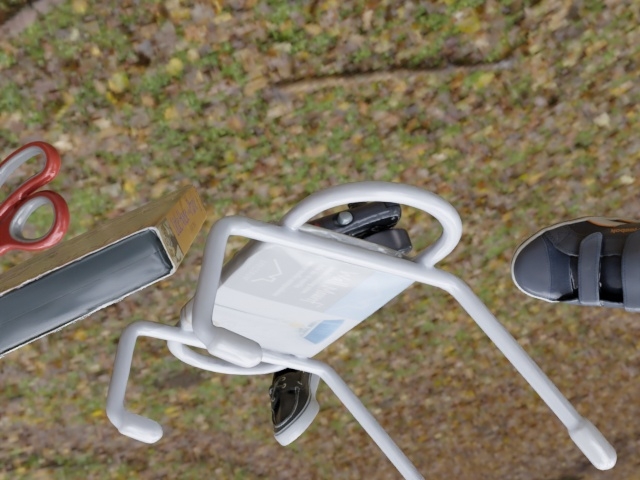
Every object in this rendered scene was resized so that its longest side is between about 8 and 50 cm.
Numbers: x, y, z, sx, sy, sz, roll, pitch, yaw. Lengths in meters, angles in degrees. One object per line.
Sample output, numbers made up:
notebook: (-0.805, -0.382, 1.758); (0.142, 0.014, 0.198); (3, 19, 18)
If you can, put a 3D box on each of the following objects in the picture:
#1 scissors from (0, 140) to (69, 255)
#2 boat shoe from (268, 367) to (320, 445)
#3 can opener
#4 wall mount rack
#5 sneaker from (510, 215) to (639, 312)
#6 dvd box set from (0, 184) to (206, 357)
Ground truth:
scissors: (-0.355, 0.016, 0.939); (0.297, 0.109, 0.021); (-35, 159, 21)
boat shoe: (-0.030, 0.144, 0.883); (0.049, 0.040, 0.142); (-42, -171, 13)
can opener: (0.000, 0.000, 0.942); (0.186, 0.073, 0.059); (-13, 139, -16)
wall mount rack: (0.021, 0.100, 0.687); (0.304, 0.130, 0.350); (16, 150, -21)
sneaker: (0.419, 0.033, 1.282); (0.321, 0.126, 0.127); (-6, -165, 14)
dvd box set: (-0.302, 0.037, 1.178); (0.308, 0.062, 0.420); (-25, -171, 1)
